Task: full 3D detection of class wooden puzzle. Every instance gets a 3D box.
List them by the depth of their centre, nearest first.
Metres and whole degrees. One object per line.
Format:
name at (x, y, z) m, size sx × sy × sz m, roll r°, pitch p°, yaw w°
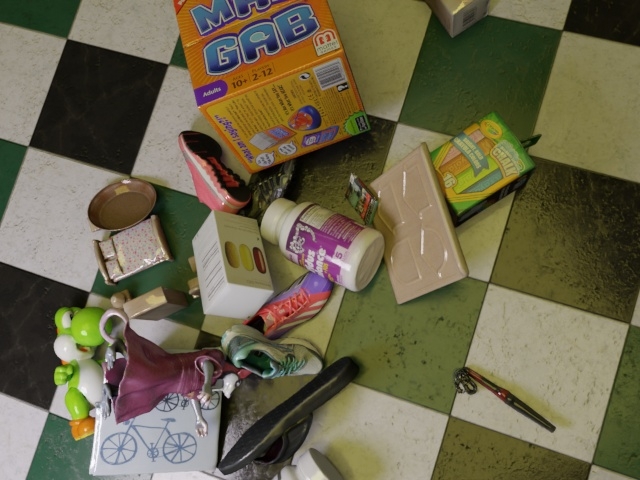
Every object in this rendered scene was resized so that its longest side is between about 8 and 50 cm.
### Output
wooden puzzle at (0.239, -0.033, 1.636) m, size 0.080 × 0.348 × 0.322 m, roll -11°, pitch 78°, yaw -23°

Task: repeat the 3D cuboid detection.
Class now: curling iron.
curling iron at (0.455, 0.401, 1.666) m, size 0.274 × 0.035 × 0.068 m, roll 27°, pitch 91°, yaw 14°

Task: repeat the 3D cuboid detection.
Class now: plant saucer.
plant saucer at (-0.555, -0.093, 1.886) m, size 0.198 × 0.036 × 0.199 m, roll -6°, pitch 49°, yaw 6°

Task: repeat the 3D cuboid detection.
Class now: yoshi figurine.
yoshi figurine at (-0.616, 0.332, 1.802) m, size 0.203 × 0.203 × 0.362 m, roll -20°, pitch 76°, yaw -9°

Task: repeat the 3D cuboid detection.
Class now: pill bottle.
pill bottle at (-0.079, 0.666, 1.659) m, size 0.283 × 0.161 × 0.161 m, roll -45°, pitch 77°, yaw 1°
pill bottle at (0.000, 0.000, 1.729) m, size 0.301 × 0.169 × 0.169 m, roll 24°, pitch 87°, yaw 24°

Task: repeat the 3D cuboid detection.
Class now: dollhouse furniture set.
dollhouse furniture set at (-0.479, 0.027, 1.819) m, size 0.303 × 0.174 × 0.356 m, roll -24°, pitch 79°, yaw 6°

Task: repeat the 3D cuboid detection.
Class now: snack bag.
snack bag at (-0.412, 0.433, 1.714) m, size 0.323 × 0.037 × 0.343 m, roll 5°, pitch 94°, yaw -21°

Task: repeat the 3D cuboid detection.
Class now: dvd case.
dvd case at (0.108, -0.111, 1.765) m, size 0.013 × 0.087 × 0.119 m, roll -18°, pitch 53°, yaw -28°

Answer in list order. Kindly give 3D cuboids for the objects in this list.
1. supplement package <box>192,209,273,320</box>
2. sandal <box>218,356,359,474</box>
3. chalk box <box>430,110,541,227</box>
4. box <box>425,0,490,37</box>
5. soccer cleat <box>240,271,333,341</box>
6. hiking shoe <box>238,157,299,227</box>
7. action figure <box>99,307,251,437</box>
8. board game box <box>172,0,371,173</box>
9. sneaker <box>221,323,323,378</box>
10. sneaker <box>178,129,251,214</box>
supplement package at (-0.228, 0.063, 1.718) m, size 0.134 × 0.139 × 0.244 m, roll -50°, pitch 42°, yaw 35°
sandal at (-0.069, 0.472, 1.692) m, size 0.445 × 0.167 × 0.107 m, roll -38°, pitch 95°, yaw 3°
chalk box at (0.417, -0.194, 1.688) m, size 0.289 × 0.180 × 0.179 m, roll -33°, pitch 78°, yaw 3°
box at (0.319, -0.724, 1.801) m, size 0.121 × 0.148 × 0.311 m, roll -33°, pitch 76°, yaw 5°
soccer cleat at (-0.099, 0.188, 1.755) m, size 0.318 × 0.116 × 0.109 m, roll -38°, pitch 77°, yaw 3°
hiking shoe at (-0.141, -0.147, 1.828) m, size 0.114 × 0.086 × 0.227 m, roll 26°, pitch 88°, yaw 9°
action figure at (-0.352, 0.326, 1.646) m, size 0.248 × 0.370 × 0.276 m, roll -55°, pitch 47°, yaw 42°
board game box at (-0.116, -0.449, 1.697) m, size 0.356 × 0.356 × 0.356 m, roll -20°, pitch 67°, yaw 7°
sneaker at (-0.113, 0.309, 1.683) m, size 0.283 × 0.122 × 0.110 m, roll 17°, pitch 110°, yaw -26°
sneaker at (-0.323, -0.176, 1.854) m, size 0.314 × 0.116 × 0.136 m, roll 54°, pitch 126°, yaw 25°
